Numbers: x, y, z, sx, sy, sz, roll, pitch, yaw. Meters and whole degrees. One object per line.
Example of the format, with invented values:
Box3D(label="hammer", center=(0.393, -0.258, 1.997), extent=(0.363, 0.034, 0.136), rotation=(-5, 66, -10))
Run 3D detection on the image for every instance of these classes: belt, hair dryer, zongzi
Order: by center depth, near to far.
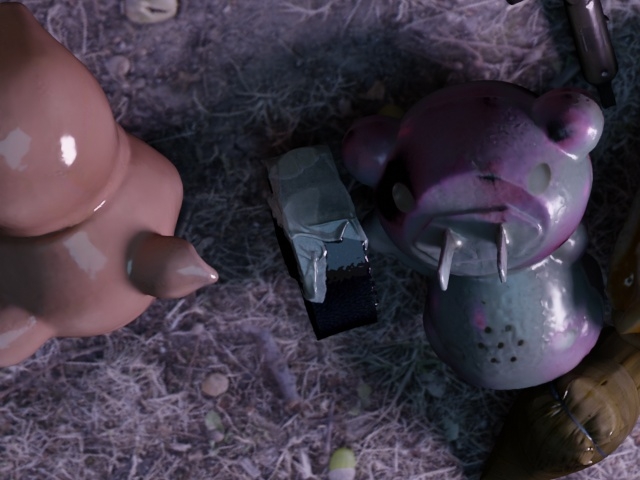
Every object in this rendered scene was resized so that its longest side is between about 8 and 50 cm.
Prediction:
Box3D(label="hair dryer", center=(0.272, -0.229, 1.811), extent=(0.196, 0.078, 0.248), rotation=(-22, 133, 0))
Box3D(label="belt", center=(0.000, 0.000, 1.822), extent=(0.078, 0.151, 0.198), rotation=(-17, 120, -3))
Box3D(label="zongzi", center=(0.221, 0.209, 1.975), extent=(0.256, 0.228, 0.115), rotation=(-42, 85, 23))

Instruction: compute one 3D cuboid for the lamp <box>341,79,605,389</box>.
Box3D(label="lamp", center=(0.158, 0.004, 1.812), extent=(0.247, 0.247, 0.301), rotation=(-5, 126, 16))

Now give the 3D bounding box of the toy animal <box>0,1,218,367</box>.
Box3D(label="toy animal", center=(-0.239, -0.050, 1.682), extent=(0.237, 0.269, 0.326), rotation=(-19, 163, 7))

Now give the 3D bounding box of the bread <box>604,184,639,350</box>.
Box3D(label="bread", center=(0.461, 0.026, 1.880), extent=(0.341, 0.210, 0.300), rotation=(34, 85, -44))
